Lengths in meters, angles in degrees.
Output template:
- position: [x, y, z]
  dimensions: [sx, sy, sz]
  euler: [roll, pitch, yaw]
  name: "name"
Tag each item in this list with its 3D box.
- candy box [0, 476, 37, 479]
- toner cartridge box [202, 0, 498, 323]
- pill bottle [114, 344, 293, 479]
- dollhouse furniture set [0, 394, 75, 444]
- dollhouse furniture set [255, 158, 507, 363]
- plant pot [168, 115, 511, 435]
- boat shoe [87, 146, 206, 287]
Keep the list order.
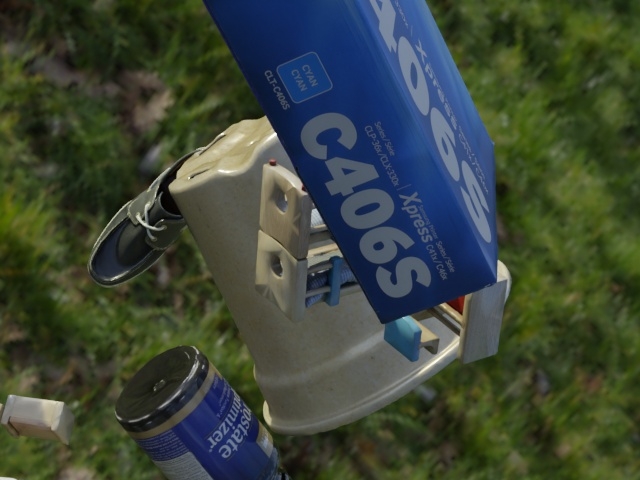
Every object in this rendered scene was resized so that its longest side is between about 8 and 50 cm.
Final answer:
- position: [-0.213, 0.275, 1.254]
  dimensions: [0.233, 0.159, 0.071]
  euler: [8, 42, -23]
  name: "candy box"
- position: [-0.004, -0.141, 0.815]
  dimensions: [0.348, 0.075, 0.165]
  euler: [61, 18, -27]
  name: "toner cartridge box"
- position: [-0.124, 0.234, 1.716]
  dimensions: [0.219, 0.122, 0.123]
  euler: [53, 25, -25]
  name: "pill bottle"
- position: [-0.337, 0.166, 1.349]
  dimensions: [0.181, 0.161, 0.101]
  euler: [6, 65, 11]
  name: "dollhouse furniture set"
- position: [0.050, 0.013, 1.272]
  dimensions: [0.129, 0.129, 0.183]
  euler: [-14, 33, -31]
  name: "dollhouse furniture set"
- position: [0.000, 0.000, 1.725]
  dimensions: [0.305, 0.333, 0.334]
  euler: [58, 29, -14]
  name: "plant pot"
- position: [-0.210, -0.033, 1.926]
  dimensions: [0.084, 0.233, 0.079]
  euler: [48, -1, 5]
  name: "boat shoe"
